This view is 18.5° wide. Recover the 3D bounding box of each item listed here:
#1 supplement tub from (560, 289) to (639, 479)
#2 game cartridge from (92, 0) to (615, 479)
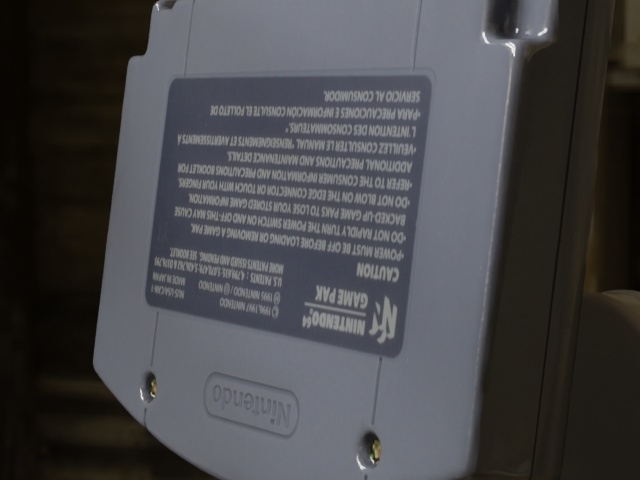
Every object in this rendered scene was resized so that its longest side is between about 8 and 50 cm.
[{"bbox_3d":[0.215,0.116,0.819,0.191,0.272,0.191,-174,90,-65],"label":"supplement tub"},{"bbox_3d":[0.000,0.000,0.758,0.062,0.297,0.198,2,-87,-31],"label":"game cartridge"}]
